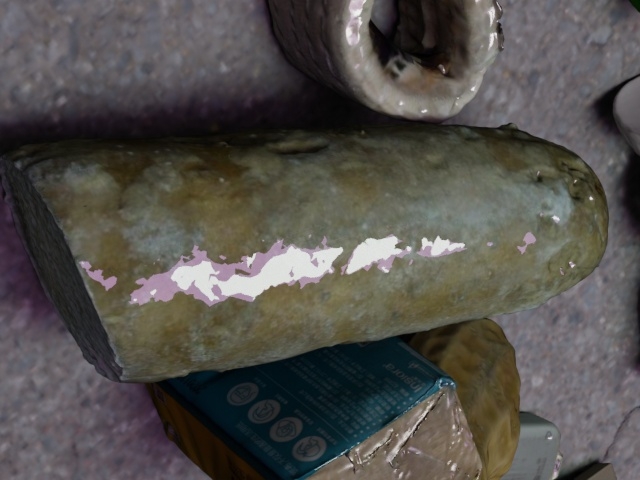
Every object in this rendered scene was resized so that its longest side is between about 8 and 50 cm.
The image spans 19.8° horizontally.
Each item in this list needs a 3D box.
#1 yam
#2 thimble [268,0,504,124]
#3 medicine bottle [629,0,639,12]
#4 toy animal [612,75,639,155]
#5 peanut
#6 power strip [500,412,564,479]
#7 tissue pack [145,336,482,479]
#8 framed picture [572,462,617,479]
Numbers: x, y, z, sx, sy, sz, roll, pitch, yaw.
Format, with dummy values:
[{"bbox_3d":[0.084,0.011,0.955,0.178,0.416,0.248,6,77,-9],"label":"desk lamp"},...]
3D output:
[{"bbox_3d":[0.000,0.000,0.975,0.330,0.133,0.133,-6,113,-20],"label":"yam"},{"bbox_3d":[0.036,-0.125,1.004,0.115,0.090,0.102,31,91,-38],"label":"thimble"},{"bbox_3d":[0.295,-0.240,1.101,0.274,0.133,0.133,-45,128,-10],"label":"medicine bottle"},{"bbox_3d":[0.264,-0.002,1.203,0.131,0.104,0.221,-26,123,-24],"label":"toy animal"},{"bbox_3d":[0.071,0.123,1.099,0.093,0.083,0.194,61,34,-35],"label":"peanut"},{"bbox_3d":[0.052,0.144,1.171,0.252,0.027,0.060,3,109,-34],"label":"power strip"},{"bbox_3d":[-0.008,0.099,1.024,0.120,0.169,0.082,-30,127,-21],"label":"tissue pack"},{"bbox_3d":[0.176,0.322,1.228,0.213,0.016,0.289,-24,99,-45],"label":"framed picture"}]
